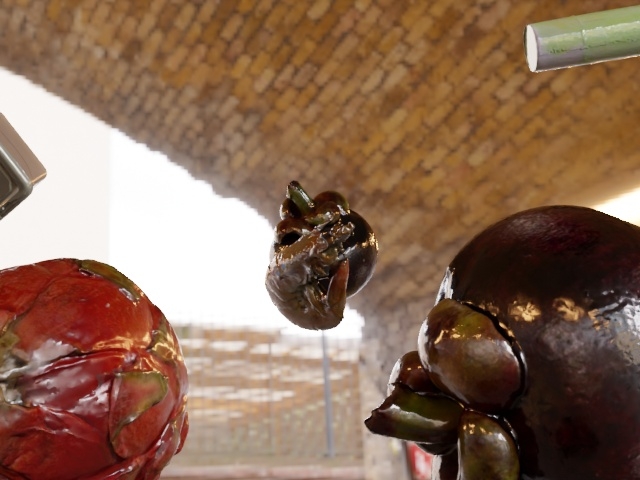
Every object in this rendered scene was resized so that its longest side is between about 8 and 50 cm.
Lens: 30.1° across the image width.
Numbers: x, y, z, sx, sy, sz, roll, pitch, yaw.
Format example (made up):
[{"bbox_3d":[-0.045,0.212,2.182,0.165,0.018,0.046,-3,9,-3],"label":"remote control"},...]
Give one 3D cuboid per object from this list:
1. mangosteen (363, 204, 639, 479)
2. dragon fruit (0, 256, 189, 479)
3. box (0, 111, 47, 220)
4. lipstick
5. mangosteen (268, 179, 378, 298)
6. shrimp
[{"bbox_3d":[0.208,0.131,1.107,0.347,0.306,0.307,-24,-13,-18],"label":"mangosteen"},{"bbox_3d":[-0.265,0.154,1.169,0.278,0.277,0.342,-6,-28,9],"label":"dragon fruit"},{"bbox_3d":[-0.389,-0.092,1.410,0.089,0.122,0.062,-35,5,27],"label":"box"},{"bbox_3d":[0.443,-0.298,1.697,0.304,0.076,0.076,-10,-18,-5],"label":"lipstick"},{"bbox_3d":[0.000,0.000,2.080,0.194,0.230,0.194,-10,23,4],"label":"mangosteen"},{"bbox_3d":[0.000,0.061,1.884,0.063,0.152,0.287,-33,-5,-36],"label":"shrimp"}]
